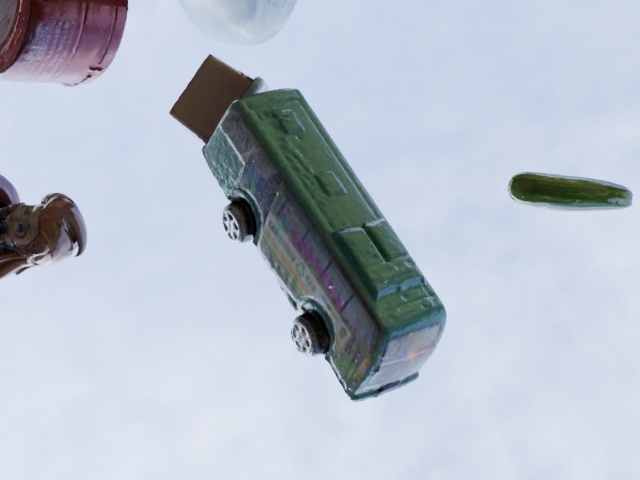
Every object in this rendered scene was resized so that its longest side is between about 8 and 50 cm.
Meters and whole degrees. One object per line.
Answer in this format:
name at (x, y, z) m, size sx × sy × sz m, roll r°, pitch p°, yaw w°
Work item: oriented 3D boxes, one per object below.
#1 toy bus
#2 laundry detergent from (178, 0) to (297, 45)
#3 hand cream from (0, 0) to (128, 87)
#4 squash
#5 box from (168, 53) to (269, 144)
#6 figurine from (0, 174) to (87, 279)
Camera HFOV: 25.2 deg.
toy bus at (0.000, 0.000, 1.163) m, size 0.091 × 0.109 × 0.261 m, roll -18°, pitch -116°, yaw -36°
laundry detergent at (-0.091, -0.360, 1.484) m, size 0.125 × 0.398 × 0.264 m, roll 17°, pitch -91°, yaw 8°
hand cream at (-0.314, -0.268, 1.593) m, size 0.193 × 0.125 × 0.193 m, roll 3°, pitch -85°, yaw 47°
squash at (0.164, -0.031, 0.934) m, size 0.089 × 0.027 × 0.027 m, roll 3°, pitch -119°, yaw -14°
box at (-0.099, -0.131, 1.385) m, size 0.062 × 0.122 × 0.089 m, roll 34°, pitch -88°, yaw -1°
figurine at (-0.312, -0.009, 1.472) m, size 0.157 × 0.114 × 0.126 m, roll 7°, pitch -128°, yaw 4°
